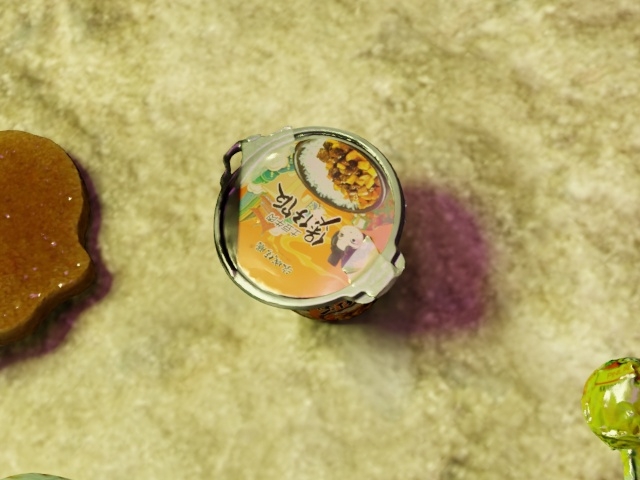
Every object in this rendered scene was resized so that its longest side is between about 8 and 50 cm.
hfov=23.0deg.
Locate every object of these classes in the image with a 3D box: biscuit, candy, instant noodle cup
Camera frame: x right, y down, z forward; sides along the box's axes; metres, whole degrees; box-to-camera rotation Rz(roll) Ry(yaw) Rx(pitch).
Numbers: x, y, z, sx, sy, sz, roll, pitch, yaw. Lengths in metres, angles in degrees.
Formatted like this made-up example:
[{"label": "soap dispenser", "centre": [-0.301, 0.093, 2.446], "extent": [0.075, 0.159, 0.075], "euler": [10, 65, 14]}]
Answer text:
[{"label": "biscuit", "centre": [-0.359, 0.002, 1.563], "extent": [0.273, 0.049, 0.257], "euler": [-16, 57, -9]}, {"label": "candy", "centre": [0.272, 0.228, 1.342], "extent": [0.077, 0.073, 0.262], "euler": [-12, 71, 29]}, {"label": "instant noodle cup", "centre": [0.000, 0.000, 1.463], "extent": [0.178, 0.125, 0.208], "euler": [-30, 63, -1]}]

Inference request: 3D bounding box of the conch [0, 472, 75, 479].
[{"label": "conch", "centre": [-0.279, 0.332, 1.350], "extent": [0.319, 0.215, 0.303], "euler": [-20, 54, 4]}]
